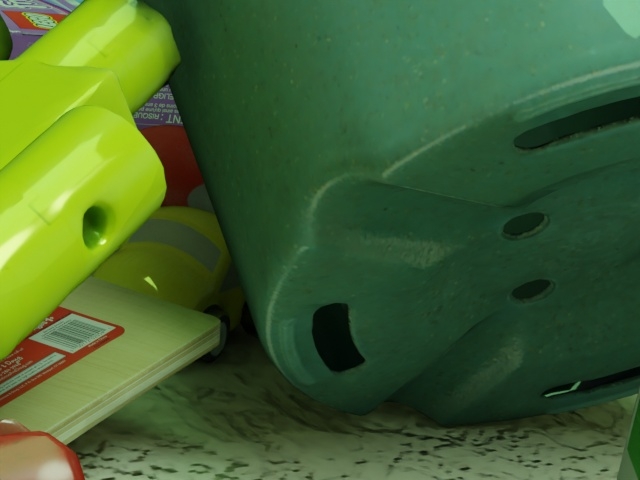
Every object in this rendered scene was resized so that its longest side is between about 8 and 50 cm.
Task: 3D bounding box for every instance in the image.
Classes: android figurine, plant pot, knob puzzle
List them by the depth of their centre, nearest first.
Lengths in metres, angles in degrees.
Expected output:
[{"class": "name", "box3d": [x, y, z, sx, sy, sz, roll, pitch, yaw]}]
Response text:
[{"class": "android figurine", "box3d": [-0.172, -0.002, 0.643, 0.248, 0.056, 0.273, 10, 40, 37]}, {"class": "knob puzzle", "box3d": [-0.162, 0.046, 0.692, 0.213, 0.030, 0.213, 1, 25, 0]}, {"class": "plant pot", "box3d": [0.062, -0.128, 0.785, 0.341, 0.341, 0.334, 2, 57, -27]}]

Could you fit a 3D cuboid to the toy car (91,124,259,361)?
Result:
[{"class": "toy car", "box3d": [0.000, 0.000, 0.913, 0.225, 0.053, 0.239, 8, 17, -9]}]

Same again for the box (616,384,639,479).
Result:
[{"class": "box", "box3d": [0.156, 0.091, 0.655, 0.102, 0.087, 0.101, 9, 17, -4]}]

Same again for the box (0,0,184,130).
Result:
[{"class": "box", "box3d": [-0.145, -0.135, 1.254, 0.201, 0.057, 0.293, 3, 19, -26]}]

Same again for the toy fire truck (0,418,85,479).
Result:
[{"class": "toy fire truck", "box3d": [-0.066, 0.109, 0.414, 0.246, 0.158, 0.217, -10, 24, -26]}]
